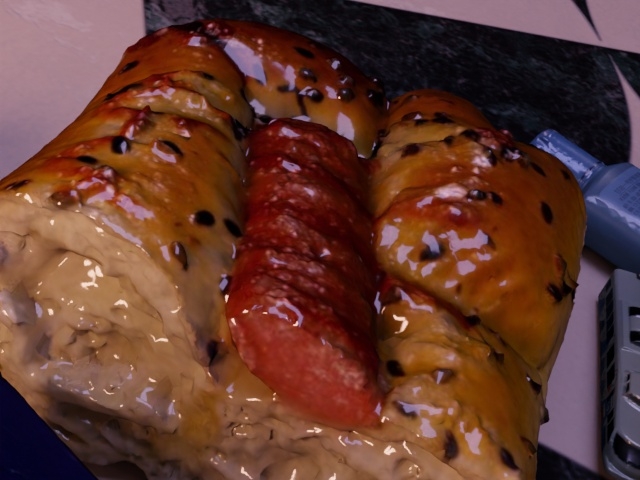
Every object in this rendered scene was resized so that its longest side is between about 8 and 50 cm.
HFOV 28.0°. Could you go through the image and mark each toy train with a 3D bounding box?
[{"bbox_3d":[0.226,0.096,0.923,0.043,0.047,0.207,21,36,-2],"label":"toy train"}]

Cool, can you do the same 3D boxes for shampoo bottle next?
[{"bbox_3d":[0.277,-0.005,1.057,0.258,0.061,0.104,38,41,21],"label":"shampoo bottle"}]

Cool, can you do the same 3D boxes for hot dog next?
[{"bbox_3d":[0.000,0.000,0.829,0.367,0.196,0.365,26,34,3],"label":"hot dog"}]

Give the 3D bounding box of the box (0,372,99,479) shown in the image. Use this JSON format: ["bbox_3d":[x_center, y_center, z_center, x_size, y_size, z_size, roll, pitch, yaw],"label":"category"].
[{"bbox_3d":[-0.165,0.157,0.506,0.261,0.116,0.279,42,9,23],"label":"box"}]
